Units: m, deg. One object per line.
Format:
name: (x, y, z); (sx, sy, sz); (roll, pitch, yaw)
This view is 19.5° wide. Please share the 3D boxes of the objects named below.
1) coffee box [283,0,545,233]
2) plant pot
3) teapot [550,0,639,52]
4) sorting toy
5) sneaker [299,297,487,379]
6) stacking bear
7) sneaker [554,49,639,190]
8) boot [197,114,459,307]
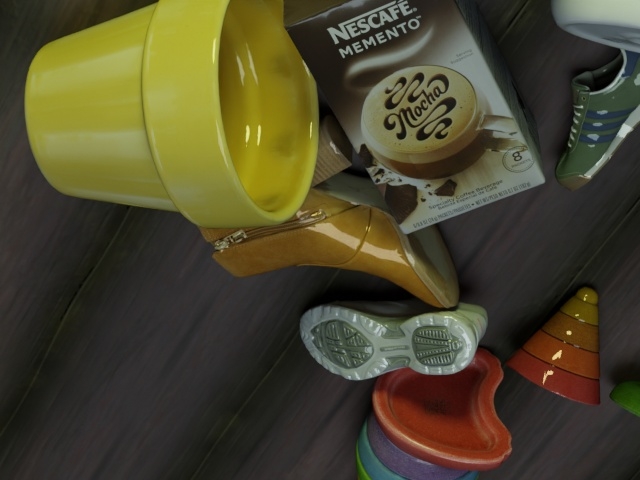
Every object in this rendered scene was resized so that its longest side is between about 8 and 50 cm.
coffee box: (0.098, -0.169, 1.912); (0.168, 0.119, 0.297); (-21, 127, 16)
plant pot: (-0.157, -0.134, 1.871); (0.239, 0.254, 0.254); (-4, 131, 22)
teapot: (0.353, -0.276, 1.790); (0.252, 0.256, 0.187); (12, 90, 16)
sorting toy: (0.404, 0.151, 2.214); (0.365, 0.127, 0.126); (18, 97, -19)
sneaker: (0.090, 0.106, 2.157); (0.232, 0.115, 0.090); (4, 108, 27)
stacking bear: (0.119, 0.283, 2.268); (0.164, 0.175, 0.289); (4, 137, -7)
sneaker: (0.295, -0.143, 1.979); (0.086, 0.064, 0.192); (32, 122, -15)
boot: (-0.001, 0.000, 2.073); (0.211, 0.104, 0.295); (-27, 120, 26)
